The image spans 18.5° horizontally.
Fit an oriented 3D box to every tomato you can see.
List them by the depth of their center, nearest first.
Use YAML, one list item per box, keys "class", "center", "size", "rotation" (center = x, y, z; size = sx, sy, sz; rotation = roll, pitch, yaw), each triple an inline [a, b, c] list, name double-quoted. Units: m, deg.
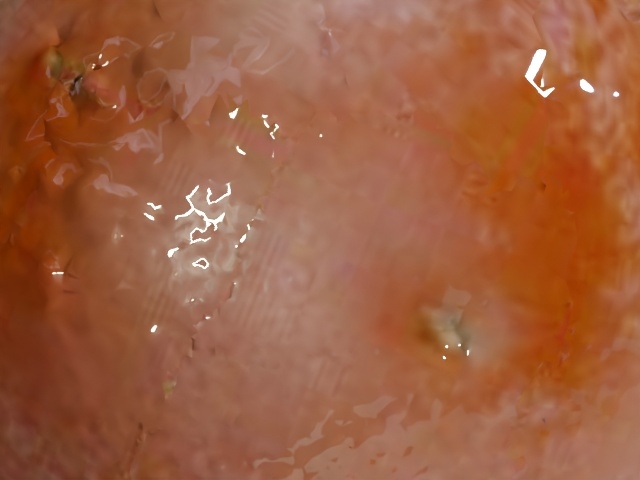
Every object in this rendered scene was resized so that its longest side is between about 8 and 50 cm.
- class: "tomato"
  center: [0.000, 0.000, 0.414]
  size: [0.184, 0.208, 0.208]
  rotation: [-46, 5, 15]
